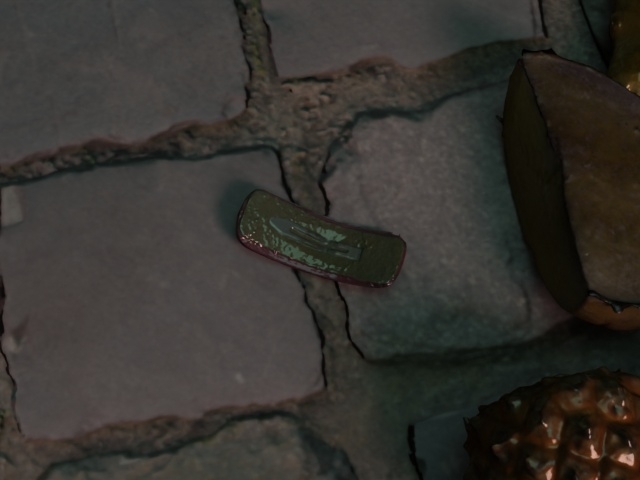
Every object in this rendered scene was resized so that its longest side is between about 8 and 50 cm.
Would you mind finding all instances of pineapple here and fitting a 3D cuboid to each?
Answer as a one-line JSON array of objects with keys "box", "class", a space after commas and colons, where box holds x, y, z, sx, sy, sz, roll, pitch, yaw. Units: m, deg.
[{"box": [0.182, 0.190, 0.861, 0.166, 0.166, 0.193, -10, 75, -11], "class": "pineapple"}]

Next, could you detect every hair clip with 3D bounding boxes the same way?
[{"box": [0.000, 0.000, 0.993, 0.137, 0.022, 0.054, 18, 66, 1], "class": "hair clip"}]

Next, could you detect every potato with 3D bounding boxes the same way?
[{"box": [0.233, -0.034, 0.996, 0.138, 0.098, 0.243, -3, 62, -12], "class": "potato"}]

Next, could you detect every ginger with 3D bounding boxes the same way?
[{"box": [0.282, -0.222, 1.096, 0.118, 0.065, 0.299, 2, 68, -26], "class": "ginger"}]
